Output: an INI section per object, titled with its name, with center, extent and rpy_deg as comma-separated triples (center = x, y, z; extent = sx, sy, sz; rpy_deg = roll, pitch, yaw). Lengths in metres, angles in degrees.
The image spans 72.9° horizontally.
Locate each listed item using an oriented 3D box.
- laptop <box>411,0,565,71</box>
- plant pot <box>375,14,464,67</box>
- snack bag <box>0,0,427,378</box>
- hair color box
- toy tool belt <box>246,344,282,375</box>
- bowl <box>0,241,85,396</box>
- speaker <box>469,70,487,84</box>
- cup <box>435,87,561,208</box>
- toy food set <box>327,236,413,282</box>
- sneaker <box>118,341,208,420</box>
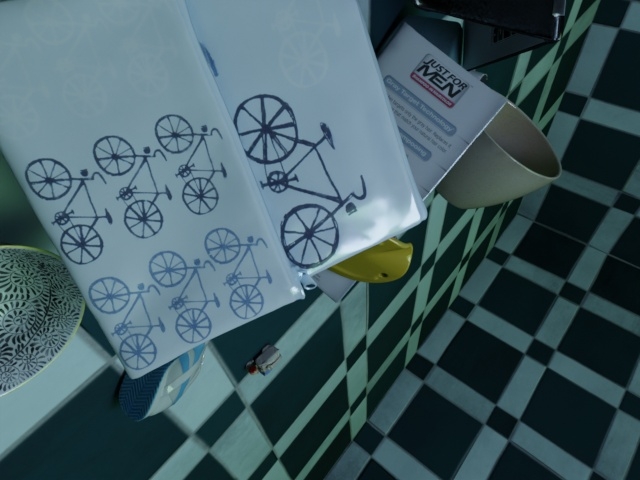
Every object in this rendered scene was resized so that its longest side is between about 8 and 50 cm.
[laptop]
center = 0.163, -0.429, 0.514
extent = 0.408, 0.236, 0.383
rpy_deg = -113, -159, -75
[plant pot]
center = 0.178, -0.276, 0.812
extent = 0.165, 0.165, 0.235
rpy_deg = 9, 105, -61
[snack bag]
center = -0.076, -0.088, 0.386
extent = 0.342, 0.037, 0.324
rpy_deg = -24, 104, -13
[hair color box]
center = 0.079, -0.110, 0.677
extent = 0.375, 0.185, 0.113
rpy_deg = -51, 174, 10
[toy tool belt]
center = -0.123, 0.278, 0.970
extent = 0.083, 0.052, 0.051
rpy_deg = -41, 139, -30
[bowl]
center = -0.319, 0.062, 0.393
extent = 0.170, 0.080, 0.170
rpy_deg = -40, 147, -34
[speaker]
center = 0.286, -0.350, 0.938
extent = 0.055, 0.136, 0.055
rpy_deg = -39, 146, -33
[cup]
center = 0.437, -0.222, 1.183
extent = 0.331, 0.331, 0.237
rpy_deg = -29, 166, -45
[toy food set]
center = 0.023, -0.021, 0.575
extent = 0.128, 0.217, 0.071
rpy_deg = -38, -149, 51
[sneaker]
center = -0.219, 0.166, 0.674
extent = 0.229, 0.087, 0.092
rpy_deg = -55, 160, 7
